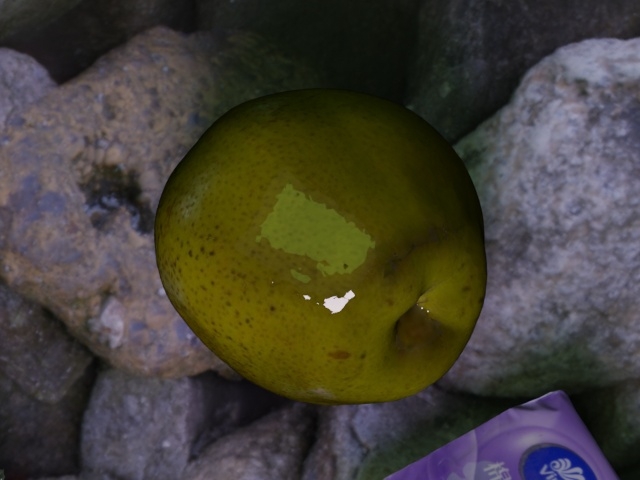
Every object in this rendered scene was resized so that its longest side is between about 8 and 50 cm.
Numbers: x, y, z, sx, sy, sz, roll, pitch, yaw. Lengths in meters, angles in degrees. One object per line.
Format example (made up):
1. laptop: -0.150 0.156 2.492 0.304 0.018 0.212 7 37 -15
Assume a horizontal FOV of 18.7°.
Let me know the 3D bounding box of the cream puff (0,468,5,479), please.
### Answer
1. cream puff: -0.358 0.280 1.647 0.195 0.195 0.221 -19 45 2

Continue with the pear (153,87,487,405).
1. pear: 0.000 0.000 1.652 0.294 0.294 0.294 -4 67 9

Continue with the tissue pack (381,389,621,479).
1. tissue pack: 0.179 0.320 1.536 0.242 0.160 0.338 -31 65 -2
